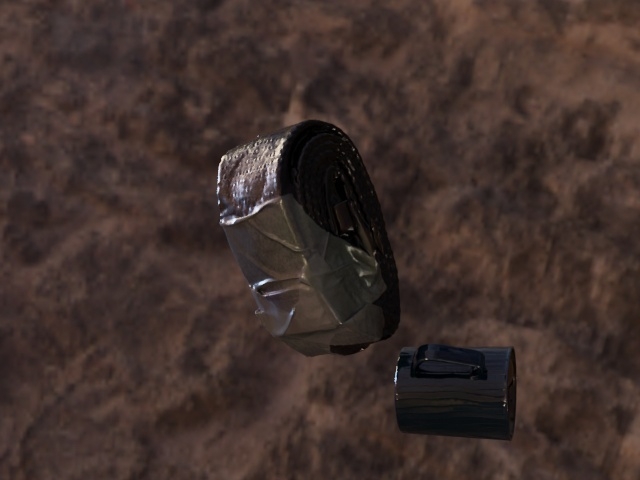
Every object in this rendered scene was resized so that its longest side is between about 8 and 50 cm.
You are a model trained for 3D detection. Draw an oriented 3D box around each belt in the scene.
[{"bbox_3d":[0.000,0.000,1.644,0.164,0.289,0.184,-14,-171,38],"label":"belt"}]

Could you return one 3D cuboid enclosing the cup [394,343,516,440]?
[{"bbox_3d":[0.164,0.169,1.653,0.138,0.150,0.113,0,-152,13],"label":"cup"}]
